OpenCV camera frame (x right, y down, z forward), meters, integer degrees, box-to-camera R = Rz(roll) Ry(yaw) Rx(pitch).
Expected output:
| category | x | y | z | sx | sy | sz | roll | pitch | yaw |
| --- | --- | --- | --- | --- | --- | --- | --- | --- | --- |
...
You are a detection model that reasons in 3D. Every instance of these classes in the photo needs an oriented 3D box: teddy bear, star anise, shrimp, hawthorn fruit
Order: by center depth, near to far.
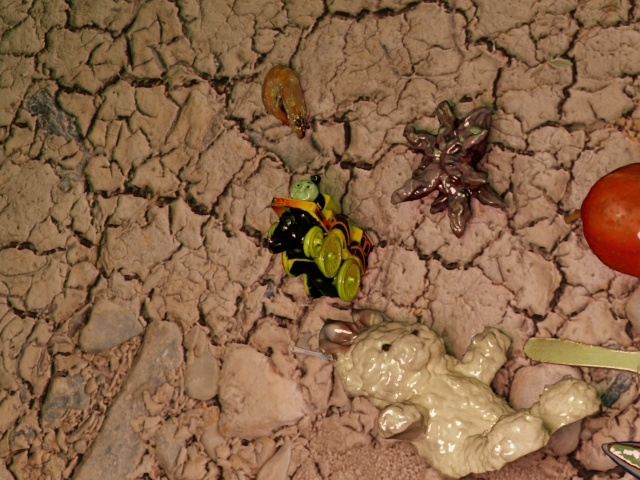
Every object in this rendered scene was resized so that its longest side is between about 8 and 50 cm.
| category | x | y | z | sx | sy | sz | roll | pitch | yaw |
| --- | --- | --- | --- | --- | --- | --- | --- | --- | --- |
| teddy bear | 0.196 | 0.208 | 1.679 | 0.327 | 0.375 | 0.362 | -23 | 76 | -34 |
| hawthorn fruit | 0.524 | -0.033 | 1.701 | 0.253 | 0.205 | 0.205 | 6 | 73 | 30 |
| star anise | 0.245 | -0.145 | 1.905 | 0.212 | 0.129 | 0.282 | -13 | 61 | 36 |
| shrimp | -0.070 | -0.284 | 2.130 | 0.101 | 0.042 | 0.190 | -39 | 59 | 28 |

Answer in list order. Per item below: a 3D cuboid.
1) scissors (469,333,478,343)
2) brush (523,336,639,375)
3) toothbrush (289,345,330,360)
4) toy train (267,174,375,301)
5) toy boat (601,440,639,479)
| category | x | y | z | sx | sy | sz | roll | pitch | yaw |
| --- | --- | --- | --- | --- | --- | --- | --- | --- | --- |
| scissors | 0.278 | 0.205 | 1.812 | 0.036 | 0.006 | 0.083 | 3 | 72 | 25 |
| brush | 0.506 | 0.201 | 1.713 | 0.336 | 0.020 | 0.085 | 7 | 73 | 25 |
| toothbrush | 0.013 | 0.216 | 1.911 | 0.162 | 0.017 | 0.014 | 10 | 73 | 25 |
| toy train | 0.000 | 0.000 | 1.847 | 0.100 | 0.296 | 0.160 | 9 | 66 | 26 |
| toy boat | 0.554 | 0.363 | 1.618 | 0.229 | 0.046 | 0.080 | 19 | 81 | 25 |
